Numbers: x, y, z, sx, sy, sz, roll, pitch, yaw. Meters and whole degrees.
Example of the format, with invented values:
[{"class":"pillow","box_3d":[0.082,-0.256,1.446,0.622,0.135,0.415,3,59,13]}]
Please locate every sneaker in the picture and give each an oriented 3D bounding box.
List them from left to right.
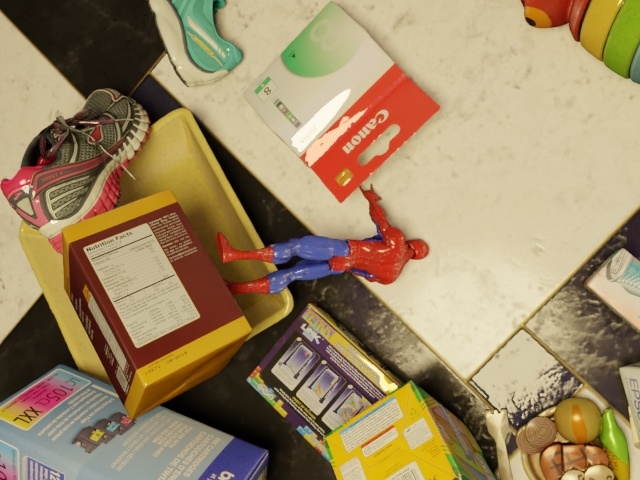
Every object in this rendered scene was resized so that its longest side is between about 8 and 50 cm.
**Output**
[{"class":"sneaker","box_3d":[-0.307,-0.121,0.844,0.121,0.112,0.299,-28,35,19]},{"class":"sneaker","box_3d":[-0.201,-0.359,0.965,0.110,0.107,0.275,-22,85,-5]}]

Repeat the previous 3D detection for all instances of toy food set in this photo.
[{"class":"toy food set","box_3d":[0.304,0.257,0.784,0.192,0.038,0.132,-10,84,16]}]

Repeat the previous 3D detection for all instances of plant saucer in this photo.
[{"class":"plant saucer","box_3d":[-0.234,0.036,0.943,0.333,0.081,0.332,-32,77,13]}]

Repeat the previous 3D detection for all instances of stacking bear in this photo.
[{"class":"stacking bear","box_3d":[0.356,-0.267,0.749,0.289,0.175,0.164,36,99,24]}]

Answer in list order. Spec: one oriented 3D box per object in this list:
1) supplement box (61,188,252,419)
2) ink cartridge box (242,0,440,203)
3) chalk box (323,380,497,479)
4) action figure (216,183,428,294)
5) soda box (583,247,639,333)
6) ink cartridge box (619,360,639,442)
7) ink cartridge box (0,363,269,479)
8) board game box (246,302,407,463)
[{"class":"supplement box","box_3d":[-0.202,0.080,0.772,0.129,0.191,0.194,-25,76,-29]},{"class":"ink cartridge box","box_3d":[0.019,-0.186,0.863,0.181,0.056,0.224,-44,56,10]},{"class":"chalk box","box_3d":[0.127,0.285,0.771,0.132,0.213,0.132,-36,44,10]},{"class":"action figure","box_3d":[0.000,0.000,0.840,0.281,0.139,0.091,-2,125,-19]},{"class":"soda box","box_3d":[0.399,0.091,0.757,0.183,0.058,0.063,43,99,14]},{"class":"ink cartridge box","box_3d":[0.413,0.237,0.655,0.045,0.224,0.223,-13,85,-12]},{"class":"ink cartridge box","box_3d":[-0.225,0.359,0.838,0.396,0.151,0.269,16,117,16]},{"class":"board game box","box_3d":[0.008,0.191,0.876,0.170,0.048,0.141,42,96,16]}]
